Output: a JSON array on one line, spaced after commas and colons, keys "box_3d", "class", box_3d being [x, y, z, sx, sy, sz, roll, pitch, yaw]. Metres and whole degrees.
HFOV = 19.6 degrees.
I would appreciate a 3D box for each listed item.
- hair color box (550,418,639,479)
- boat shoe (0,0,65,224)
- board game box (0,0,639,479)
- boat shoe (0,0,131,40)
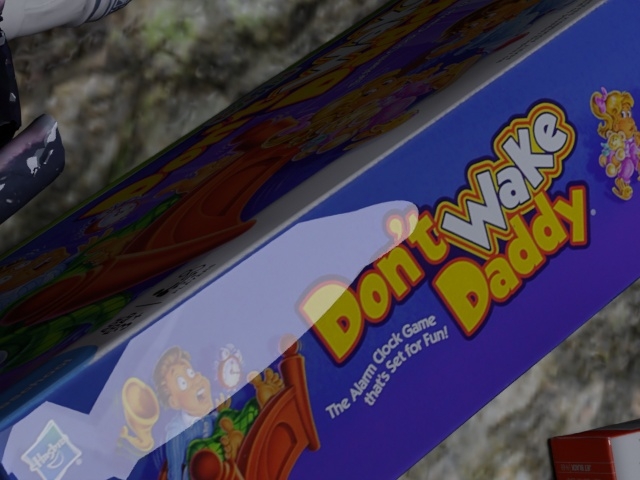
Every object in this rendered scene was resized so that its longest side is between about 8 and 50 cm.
[{"box_3d": [0.149, 0.149, 0.811, 0.072, 0.043, 0.141, -8, 88, -32], "class": "hair color box"}, {"box_3d": [-0.235, -0.001, 0.521, 0.340, 0.158, 0.127, -28, 100, -31], "class": "boat shoe"}, {"box_3d": [0.000, 0.000, 0.622, 0.347, 0.233, 0.078, -36, 104, -29], "class": "board game box"}, {"box_3d": [-0.136, -0.194, 0.639, 0.084, 0.095, 0.258, -24, 97, -35], "class": "boat shoe"}]
